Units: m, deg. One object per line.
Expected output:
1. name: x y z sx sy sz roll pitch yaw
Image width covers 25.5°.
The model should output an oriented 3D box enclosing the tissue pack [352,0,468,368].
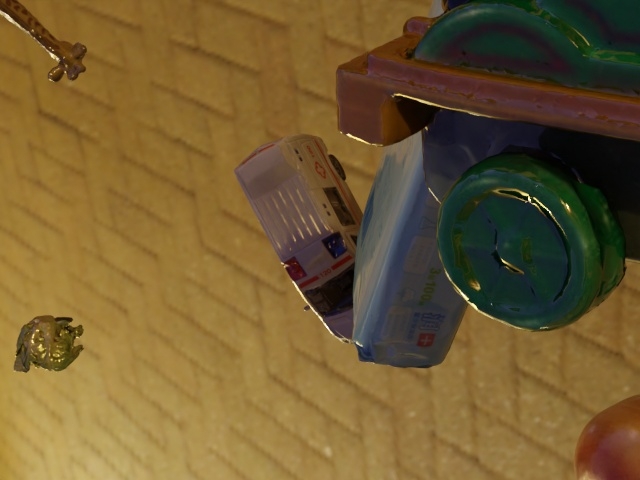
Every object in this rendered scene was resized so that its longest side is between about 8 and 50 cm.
1. tissue pack: 0.095 -0.050 1.086 0.177 0.089 0.263 -88 12 -51

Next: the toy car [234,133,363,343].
1. toy car: 0.000 0.000 1.344 0.210 0.089 0.108 63 -166 8

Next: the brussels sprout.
1. brussels sprout: -0.306 0.111 1.600 0.085 0.085 0.058 18 120 58

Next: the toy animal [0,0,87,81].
1. toy animal: -0.317 -0.254 1.280 0.054 0.149 0.275 -43 81 15

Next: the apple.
1. apple: 0.512 0.349 2.141 0.241 0.242 0.242 101 148 -77

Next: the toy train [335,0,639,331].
1. toy train: 0.188 -0.085 0.583 0.429 0.178 0.249 15 121 35
